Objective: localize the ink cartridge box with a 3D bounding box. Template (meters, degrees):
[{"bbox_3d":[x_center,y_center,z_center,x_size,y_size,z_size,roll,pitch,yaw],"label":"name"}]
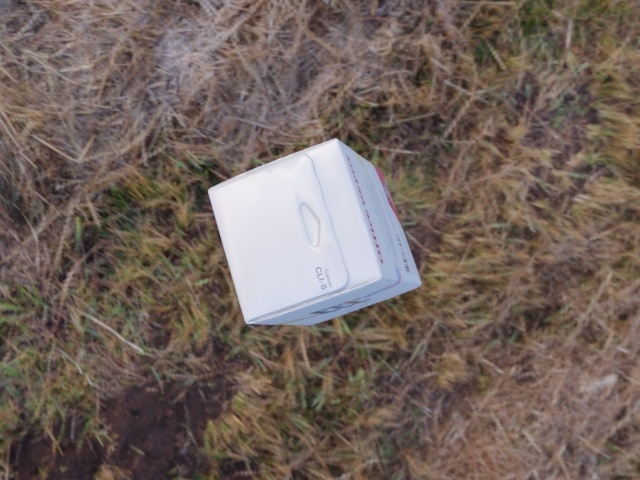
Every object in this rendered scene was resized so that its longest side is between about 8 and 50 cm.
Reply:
[{"bbox_3d":[0.000,0.000,0.831,0.127,0.176,0.128,-20,79,13],"label":"ink cartridge box"}]
